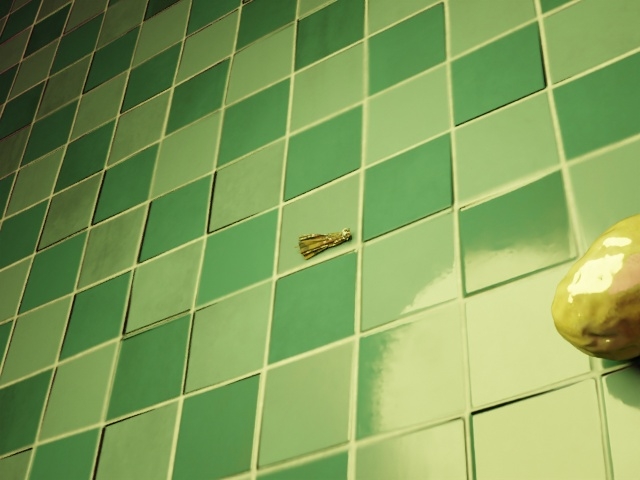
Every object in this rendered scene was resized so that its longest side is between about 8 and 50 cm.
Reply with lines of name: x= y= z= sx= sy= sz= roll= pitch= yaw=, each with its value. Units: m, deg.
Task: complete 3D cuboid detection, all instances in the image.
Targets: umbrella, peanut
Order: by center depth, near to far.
peanut: x=0.313 y=0.017 z=0.815 sx=0.263 sy=0.101 sz=0.117 roll=-23 pitch=63 yaw=25
umbrella: x=0.001 y=0.001 z=1.180 sx=0.083 sy=0.020 sz=0.031 roll=-11 pitch=51 yaw=29
